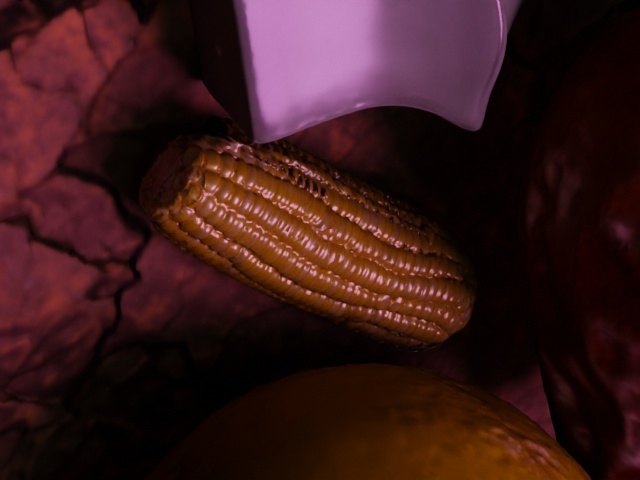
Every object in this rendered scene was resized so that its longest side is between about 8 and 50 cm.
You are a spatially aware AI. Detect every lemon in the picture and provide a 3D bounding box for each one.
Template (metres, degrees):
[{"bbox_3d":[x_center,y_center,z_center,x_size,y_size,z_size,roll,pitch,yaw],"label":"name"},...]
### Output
[{"bbox_3d":[0.012,0.166,0.644,0.219,0.240,0.240,34,87,-31],"label":"lemon"}]

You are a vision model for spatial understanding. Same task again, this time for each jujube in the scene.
[{"bbox_3d":[0.205,0.028,0.670,0.223,0.223,0.318,-27,132,-26],"label":"jujube"}]

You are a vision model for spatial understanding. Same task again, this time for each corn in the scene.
[{"bbox_3d":[0.000,0.000,0.671,0.203,0.072,0.072,24,93,-41],"label":"corn"}]

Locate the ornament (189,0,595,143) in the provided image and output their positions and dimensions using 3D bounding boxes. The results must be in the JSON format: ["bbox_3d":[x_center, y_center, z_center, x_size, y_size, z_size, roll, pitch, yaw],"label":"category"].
[{"bbox_3d":[0.071,-0.134,0.633,0.285,0.120,0.130,-38,133,-17],"label":"ornament"}]
